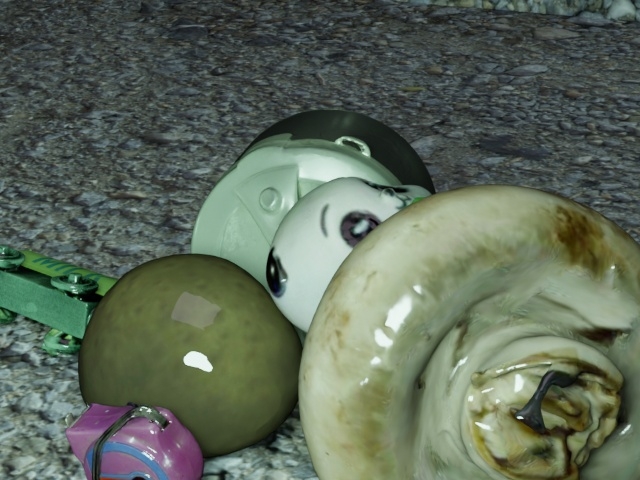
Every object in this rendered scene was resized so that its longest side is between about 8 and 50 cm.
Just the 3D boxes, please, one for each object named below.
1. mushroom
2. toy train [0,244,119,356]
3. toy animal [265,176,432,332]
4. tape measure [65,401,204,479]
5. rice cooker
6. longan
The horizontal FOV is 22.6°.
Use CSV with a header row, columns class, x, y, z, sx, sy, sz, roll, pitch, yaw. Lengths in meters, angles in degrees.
class,x,y,z,sx,sy,sz,roll,pitch,yaw
mushroom,0.163,0.134,1.420,0.362,0.362,0.294,-9,15,-17
toy train,-0.319,0.068,1.988,0.253,0.105,0.157,16,14,36
toy animal,0.081,0.045,1.644,0.212,0.267,0.212,-41,14,12
tape measure,-0.176,0.212,1.566,0.118,0.125,0.074,-2,29,30
rice cooker,-0.002,0.001,1.875,0.288,0.288,0.277,2,18,8
longan,-0.131,0.123,1.679,0.246,0.215,0.246,2,47,-2
